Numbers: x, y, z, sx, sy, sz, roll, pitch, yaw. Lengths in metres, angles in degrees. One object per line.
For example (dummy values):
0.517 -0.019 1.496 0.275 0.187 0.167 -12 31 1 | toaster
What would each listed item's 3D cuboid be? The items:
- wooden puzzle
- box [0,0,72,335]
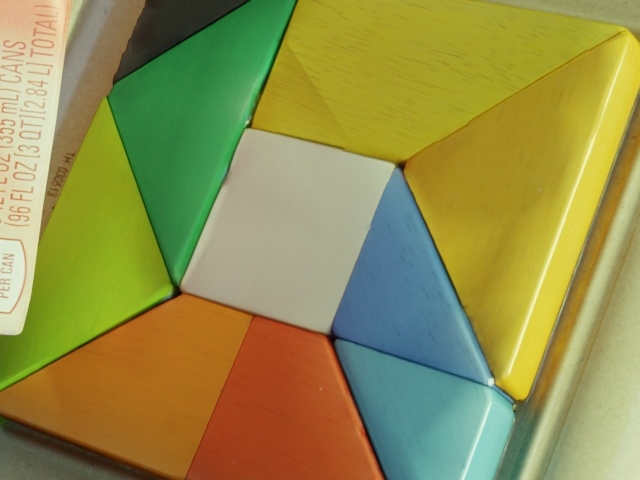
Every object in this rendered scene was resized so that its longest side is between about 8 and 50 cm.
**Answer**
0.000 0.000 0.549 0.238 0.044 0.221 16 77 25 | wooden puzzle
-0.138 -0.141 0.482 0.154 0.142 0.300 7 101 -21 | box
